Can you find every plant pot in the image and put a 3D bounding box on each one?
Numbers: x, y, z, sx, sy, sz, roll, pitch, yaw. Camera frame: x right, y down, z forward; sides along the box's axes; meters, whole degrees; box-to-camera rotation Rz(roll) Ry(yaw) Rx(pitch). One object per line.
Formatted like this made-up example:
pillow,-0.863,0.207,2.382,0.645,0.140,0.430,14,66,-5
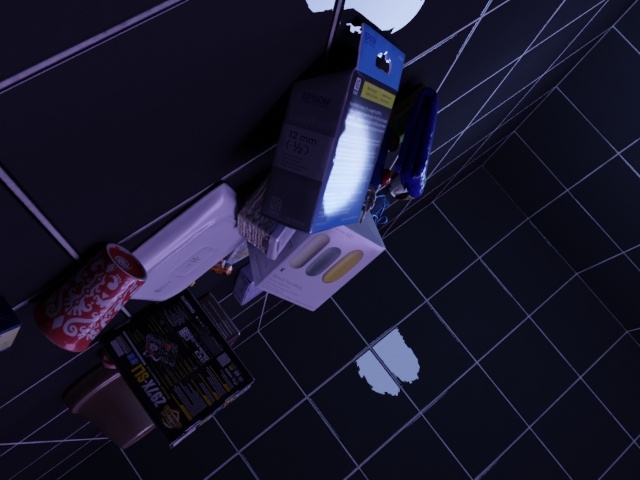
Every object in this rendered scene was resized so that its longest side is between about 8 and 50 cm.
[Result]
plant pot,-0.590,0.485,1.697,0.263,0.229,0.263,-38,171,-7

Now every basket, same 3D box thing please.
basket,-0.093,-0.064,1.203,0.167,0.103,0.113,-55,173,-24

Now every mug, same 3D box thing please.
mug,-0.395,0.086,0.991,0.169,0.113,0.150,-44,-157,7

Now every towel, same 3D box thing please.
towel,0.245,-0.241,1.446,0.308,0.076,0.228,22,78,-80

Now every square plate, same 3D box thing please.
square plate,-0.286,0.029,1.227,0.344,0.049,0.347,-39,170,1

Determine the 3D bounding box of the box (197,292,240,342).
box,-0.392,0.303,1.755,0.203,0.167,0.168,-32,169,-34

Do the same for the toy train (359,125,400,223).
toy train,0.106,-0.155,1.395,0.143,0.105,0.248,154,-48,-79

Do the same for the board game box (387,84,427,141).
board game box,0.221,-0.317,1.529,0.124,0.039,0.259,-38,168,-8

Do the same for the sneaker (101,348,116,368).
sneaker,-0.508,0.288,1.578,0.221,0.087,0.128,-18,169,-31

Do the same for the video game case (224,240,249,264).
video game case,-0.203,0.013,1.557,0.119,0.015,0.166,-30,167,-39

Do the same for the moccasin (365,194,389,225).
moccasin,0.166,-0.072,2.220,0.342,0.117,0.138,-31,168,-39

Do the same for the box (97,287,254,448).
box,-0.363,0.311,1.438,0.257,0.322,0.079,-35,168,-24

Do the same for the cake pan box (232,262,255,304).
cake pan box,-0.173,0.098,1.915,0.245,0.070,0.267,-37,171,-24

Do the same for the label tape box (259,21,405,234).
label tape box,0.030,-0.200,1.034,0.249,0.115,0.348,-15,122,-66

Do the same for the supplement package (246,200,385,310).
supplement package,-0.020,-0.001,1.397,0.199,0.198,0.262,28,120,-37

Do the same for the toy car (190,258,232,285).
toy car,-0.284,0.082,1.471,0.122,0.060,0.041,-38,141,-45

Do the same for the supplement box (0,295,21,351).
supplement box,-0.518,0.141,0.863,0.083,0.056,0.083,-46,168,37

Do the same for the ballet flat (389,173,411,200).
ballet flat,0.335,-0.223,2.249,0.124,0.116,0.342,-19,174,0
